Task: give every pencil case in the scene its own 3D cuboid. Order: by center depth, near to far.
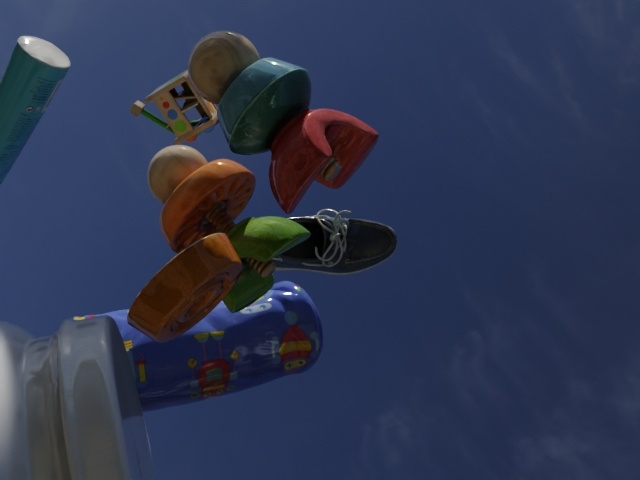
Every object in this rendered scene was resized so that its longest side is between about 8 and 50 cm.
[{"bbox_3d":[-0.149,0.124,0.957,0.133,0.306,0.119,50,-39,47],"label":"pencil case"}]

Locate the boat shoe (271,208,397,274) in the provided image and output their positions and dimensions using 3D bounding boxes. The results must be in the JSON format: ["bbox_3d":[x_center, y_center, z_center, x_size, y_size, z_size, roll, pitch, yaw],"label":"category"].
[{"bbox_3d":[0.000,0.000,1.264,0.254,0.079,0.095,3,-104,-5],"label":"boat shoe"}]

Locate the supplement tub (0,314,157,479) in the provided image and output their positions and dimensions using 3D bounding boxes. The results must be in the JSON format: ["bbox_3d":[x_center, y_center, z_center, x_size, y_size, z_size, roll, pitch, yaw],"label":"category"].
[{"bbox_3d":[-0.224,0.149,0.402,0.191,0.272,0.191,168,-90,-79],"label":"supplement tub"}]

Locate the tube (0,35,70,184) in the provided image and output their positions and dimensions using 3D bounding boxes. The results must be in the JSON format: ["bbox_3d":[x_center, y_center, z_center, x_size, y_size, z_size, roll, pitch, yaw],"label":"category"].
[{"bbox_3d":[-0.317,-0.104,0.807,0.052,0.080,0.207,36,-67,2],"label":"tube"}]

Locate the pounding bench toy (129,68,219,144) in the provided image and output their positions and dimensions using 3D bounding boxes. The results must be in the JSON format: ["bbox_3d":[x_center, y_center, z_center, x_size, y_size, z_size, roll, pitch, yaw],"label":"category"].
[{"bbox_3d":[-0.153,-0.135,0.859,0.083,0.052,0.065,-25,-70,19],"label":"pounding bench toy"}]

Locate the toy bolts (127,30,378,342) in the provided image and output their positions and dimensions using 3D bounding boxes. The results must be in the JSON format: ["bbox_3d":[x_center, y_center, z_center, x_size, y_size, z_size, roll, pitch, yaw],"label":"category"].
[{"bbox_3d":[-0.092,-0.053,0.660,0.158,0.218,0.228,45,-58,11],"label":"toy bolts"}]
